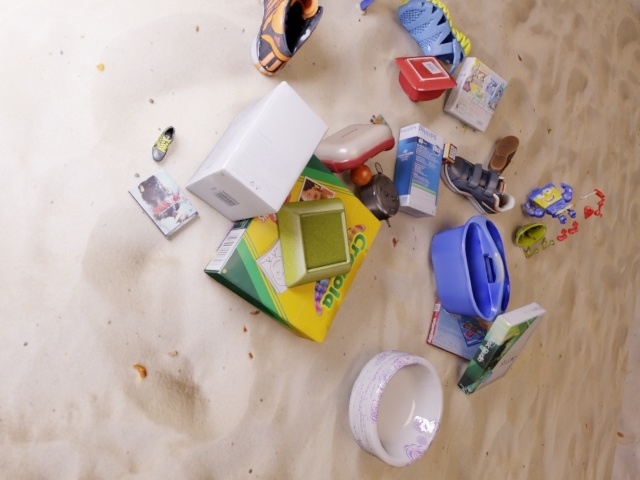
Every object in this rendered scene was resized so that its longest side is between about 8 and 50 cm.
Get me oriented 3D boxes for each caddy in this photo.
[{"bbox_3d":[0.509,0.092,1.306,0.241,0.179,0.342,-9,89,-37],"label":"caddy"}]

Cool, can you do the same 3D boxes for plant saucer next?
[{"bbox_3d":[0.000,0.000,0.913,0.188,0.045,0.188,-10,94,-37],"label":"plant saucer"}]

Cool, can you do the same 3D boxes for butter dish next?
[{"bbox_3d":[0.310,-0.484,1.246,0.159,0.118,0.160,-14,60,-19],"label":"butter dish"}]

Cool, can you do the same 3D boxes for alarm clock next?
[{"bbox_3d":[0.173,-0.143,1.149,0.129,0.064,0.192,23,56,-43],"label":"alarm clock"}]

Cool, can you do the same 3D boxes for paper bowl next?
[{"bbox_3d":[0.196,0.447,1.104,0.284,0.148,0.284,2,86,-36],"label":"paper bowl"}]

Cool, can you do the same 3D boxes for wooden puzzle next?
[{"bbox_3d":[0.181,-0.347,1.209,0.083,0.006,0.049,45,64,-25],"label":"wooden puzzle"}]

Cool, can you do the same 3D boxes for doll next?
[{"bbox_3d":[0.179,-0.706,1.109,0.046,0.189,0.129,32,71,-30],"label":"doll"}]

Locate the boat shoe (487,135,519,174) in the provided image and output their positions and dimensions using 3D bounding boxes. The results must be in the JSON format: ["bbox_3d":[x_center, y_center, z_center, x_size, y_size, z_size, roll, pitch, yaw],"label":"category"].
[{"bbox_3d":[0.697,-0.320,1.545,0.207,0.073,0.073,-49,152,-23],"label":"boat shoe"}]

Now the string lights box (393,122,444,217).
[{"bbox_3d":[0.304,-0.213,1.249,0.133,0.076,0.260,15,79,-35],"label":"string lights box"}]

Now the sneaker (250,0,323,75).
[{"bbox_3d":[-0.060,-0.558,0.939,0.124,0.180,0.321,11,82,-35],"label":"sneaker"}]

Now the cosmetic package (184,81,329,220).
[{"bbox_3d":[-0.136,-0.173,0.843,0.138,0.224,0.225,38,68,-28],"label":"cosmetic package"}]

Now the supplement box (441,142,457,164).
[{"bbox_3d":[0.396,-0.279,1.312,0.043,0.083,0.055,21,76,-34],"label":"supplement box"}]

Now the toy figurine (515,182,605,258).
[{"bbox_3d":[0.938,-0.124,1.672,0.362,0.217,0.191,-35,133,14],"label":"toy figurine"}]

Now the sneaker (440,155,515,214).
[{"bbox_3d":[0.557,-0.201,1.402,0.321,0.127,0.126,29,73,-30],"label":"sneaker"}]

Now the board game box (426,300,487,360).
[{"bbox_3d":[0.476,0.321,1.382,0.281,0.027,0.145,28,73,-31],"label":"board game box"}]

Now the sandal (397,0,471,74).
[{"bbox_3d":[0.365,-0.644,1.286,0.317,0.126,0.138,24,79,-31],"label":"sandal"}]

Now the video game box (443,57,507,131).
[{"bbox_3d":[0.546,-0.507,1.412,0.205,0.048,0.187,15,106,-35],"label":"video game box"}]

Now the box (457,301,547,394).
[{"bbox_3d":[0.613,0.367,1.362,0.232,0.058,0.322,-8,125,-35],"label":"box"}]

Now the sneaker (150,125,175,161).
[{"bbox_3d":[-0.323,-0.202,0.826,0.031,0.035,0.083,23,75,-32],"label":"sneaker"}]

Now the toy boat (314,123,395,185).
[{"bbox_3d":[0.100,-0.219,1.074,0.231,0.151,0.151,-35,125,-31],"label":"toy boat"}]

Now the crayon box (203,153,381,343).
[{"bbox_3d":[-0.045,0.010,0.973,0.313,0.106,0.363,40,66,-27],"label":"crayon box"}]

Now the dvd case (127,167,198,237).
[{"bbox_3d":[-0.324,-0.078,0.835,0.087,0.013,0.119,-44,113,-28],"label":"dvd case"}]
